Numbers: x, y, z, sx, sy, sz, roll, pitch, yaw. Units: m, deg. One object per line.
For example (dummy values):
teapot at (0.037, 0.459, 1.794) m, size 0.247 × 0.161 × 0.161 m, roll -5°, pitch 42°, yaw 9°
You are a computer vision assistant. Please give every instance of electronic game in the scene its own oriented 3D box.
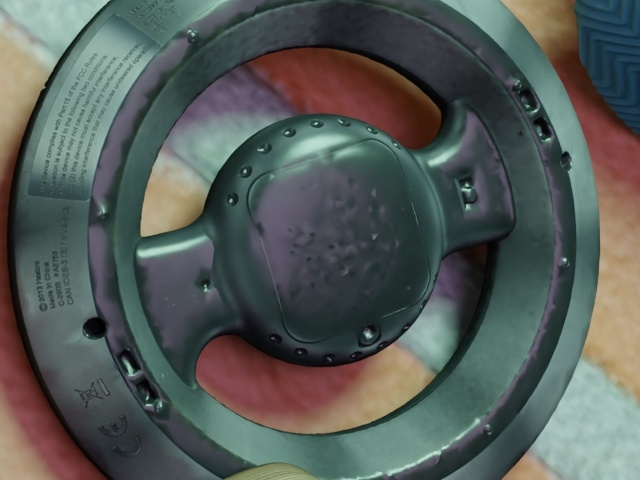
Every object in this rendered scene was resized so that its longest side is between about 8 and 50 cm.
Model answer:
electronic game at (0.000, 0.000, 0.710) m, size 0.229 × 0.048 × 0.229 m, roll 0°, pitch 90°, yaw -24°

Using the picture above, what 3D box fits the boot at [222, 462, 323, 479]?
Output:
boot at (-0.052, 0.143, 0.593) m, size 0.197 × 0.152 × 0.073 m, roll -38°, pitch 110°, yaw -9°

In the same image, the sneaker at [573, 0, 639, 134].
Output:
sneaker at (0.198, -0.076, 0.806) m, size 0.228 × 0.087 × 0.092 m, roll 21°, pitch 65°, yaw -28°
